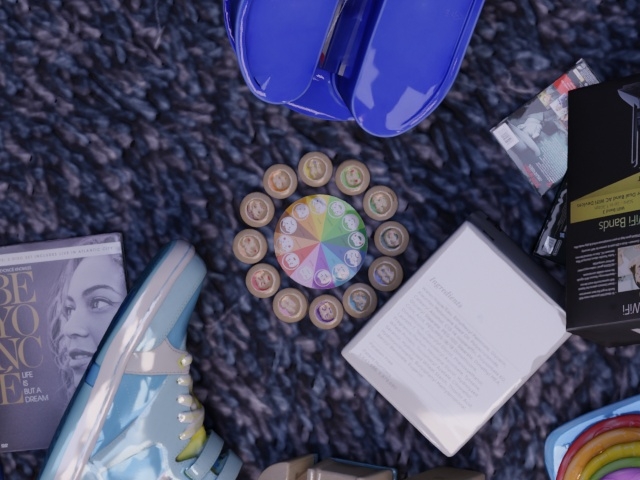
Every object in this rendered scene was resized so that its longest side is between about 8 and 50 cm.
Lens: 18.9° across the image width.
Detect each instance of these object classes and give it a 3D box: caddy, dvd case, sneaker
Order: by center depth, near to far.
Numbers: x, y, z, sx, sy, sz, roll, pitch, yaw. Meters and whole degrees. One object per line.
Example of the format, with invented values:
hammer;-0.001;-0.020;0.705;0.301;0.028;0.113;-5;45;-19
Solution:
caddy;0.040;-0.267;1.868;0.241;0.179;0.341;17;110;-8
dvd case;0.243;-0.113;1.935;0.119;0.013;0.087;-38;89;8
sneaker;-0.143;0.171;1.960;0.208;0.127;0.319;26;100;-6
dvd case;-0.276;0.109;2.028;0.164;0.018;0.221;-6;94;9

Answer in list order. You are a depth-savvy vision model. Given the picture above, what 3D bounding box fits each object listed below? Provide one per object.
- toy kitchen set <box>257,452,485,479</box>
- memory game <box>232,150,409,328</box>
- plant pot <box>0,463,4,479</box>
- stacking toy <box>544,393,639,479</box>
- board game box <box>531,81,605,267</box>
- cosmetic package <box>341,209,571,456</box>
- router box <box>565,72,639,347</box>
toy kitchen set;0.046;0.310;1.968;0.207;0.122;0.166;8;97;28
memory game;0.000;0.000;1.981;0.186;0.012;0.186;1;95;8
plant pot;-0.489;0.199;1.969;0.236;0.212;0.236;-19;92;8
stacking toy;0.301;0.261;1.813;0.165;0.302;0.175;-23;92;9
board game box;0.305;-0.048;1.917;0.126;0.026;0.186;23;100;-1
cosmetic package;0.142;0.088;1.897;0.151;0.151;0.184;44;100;2
router box;0.369;-0.044;1.734;0.309;0.081;0.243;-11;68;40
